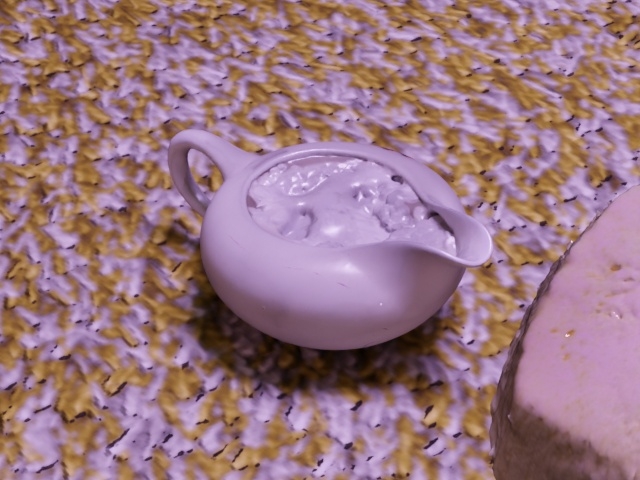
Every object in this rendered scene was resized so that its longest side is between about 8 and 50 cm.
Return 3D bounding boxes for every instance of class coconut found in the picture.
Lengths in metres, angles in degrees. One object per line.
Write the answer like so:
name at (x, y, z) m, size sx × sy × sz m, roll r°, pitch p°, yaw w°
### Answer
coconut at (0.205, 0.096, 0.832) m, size 0.239 × 0.244 × 0.239 m, roll -16°, pitch 51°, yaw 21°

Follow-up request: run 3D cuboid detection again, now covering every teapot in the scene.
teapot at (0.000, 0.000, 1.084) m, size 0.226 × 0.092 × 0.145 m, roll 23°, pitch 41°, yaw 31°
